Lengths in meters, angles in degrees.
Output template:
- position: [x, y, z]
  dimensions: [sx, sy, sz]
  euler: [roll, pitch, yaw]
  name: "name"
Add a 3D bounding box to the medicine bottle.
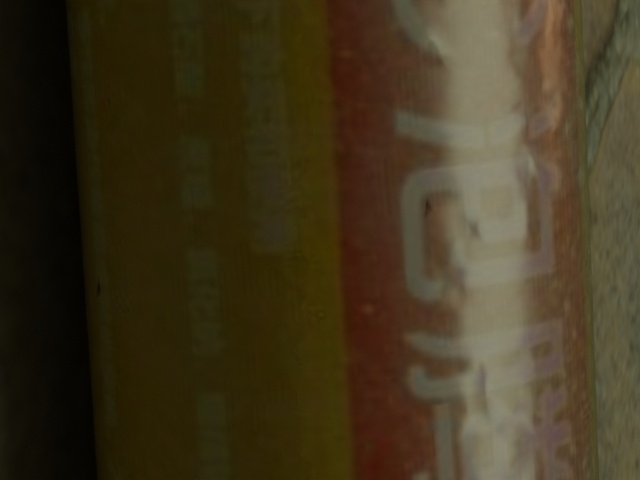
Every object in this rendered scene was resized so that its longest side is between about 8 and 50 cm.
- position: [0.000, 0.000, 0.354]
  dimensions: [0.108, 0.108, 0.426]
  euler: [-20, 108, -65]
  name: "medicine bottle"
